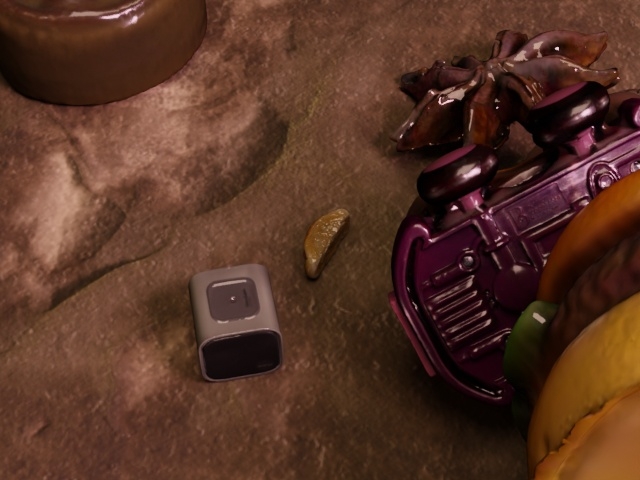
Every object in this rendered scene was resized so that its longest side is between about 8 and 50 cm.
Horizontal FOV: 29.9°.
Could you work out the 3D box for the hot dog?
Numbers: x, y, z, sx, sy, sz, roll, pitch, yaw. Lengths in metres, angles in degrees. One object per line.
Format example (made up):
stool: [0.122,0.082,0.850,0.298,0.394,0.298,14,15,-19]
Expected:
hot dog: [0.000,0.000,1.288,0.034,0.030,0.090,21,55,18]

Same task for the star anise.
star anise: [0.205,-0.173,1.368,0.288,0.088,0.288,-14,32,9]

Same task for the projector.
projector: [-0.084,0.082,1.192,0.083,0.083,0.082,-9,52,-7]

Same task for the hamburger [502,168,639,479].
hamburger: [0.354,0.114,0.897,0.395,0.396,0.277,7,42,6]

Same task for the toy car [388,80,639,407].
toy car: [0.228,-0.004,1.166,0.340,0.240,0.271,-27,99,3]

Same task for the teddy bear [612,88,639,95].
teddy bear: [0.385,-0.104,1.313,0.190,0.140,0.177,34,18,35]

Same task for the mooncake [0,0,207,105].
mooncake: [-0.282,-0.308,1.457,0.284,0.155,0.284,1,53,-1]
